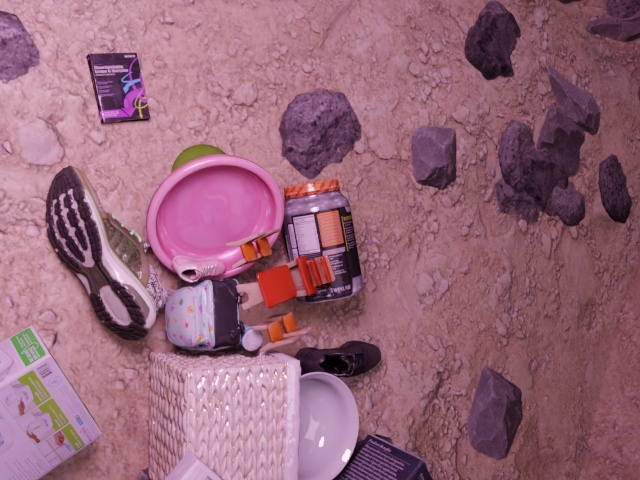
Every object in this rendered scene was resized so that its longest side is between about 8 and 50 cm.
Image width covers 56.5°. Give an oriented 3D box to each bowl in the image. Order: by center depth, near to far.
[{"bbox_3d":[-0.050,0.494,1.595,0.297,0.134,0.298,2,87,-35],"label":"bowl"}]

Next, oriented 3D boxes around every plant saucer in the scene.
[{"bbox_3d":[-0.255,-0.061,1.443,0.332,0.084,0.332,-12,124,-19],"label":"plant saucer"}]

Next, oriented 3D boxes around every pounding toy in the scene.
[{"bbox_3d":[-0.268,-0.132,1.497,0.183,0.110,0.237,-9,92,-34],"label":"pounding toy"}]

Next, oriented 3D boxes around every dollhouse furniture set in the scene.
[{"bbox_3d":[-0.079,0.098,1.422,0.259,0.135,0.262,-17,89,-66],"label":"dollhouse furniture set"}]

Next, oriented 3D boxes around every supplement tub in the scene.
[{"bbox_3d":[0.000,0.000,1.623,0.193,0.193,0.316,-11,94,-34],"label":"supplement tub"}]

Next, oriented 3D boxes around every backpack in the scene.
[{"bbox_3d":[-0.280,0.178,1.387,0.144,0.188,0.166,-1,79,-36],"label":"backpack"}]

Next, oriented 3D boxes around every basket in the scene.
[{"bbox_3d":[-0.230,0.421,1.368,0.266,0.328,0.331,1,88,-30],"label":"basket"}]

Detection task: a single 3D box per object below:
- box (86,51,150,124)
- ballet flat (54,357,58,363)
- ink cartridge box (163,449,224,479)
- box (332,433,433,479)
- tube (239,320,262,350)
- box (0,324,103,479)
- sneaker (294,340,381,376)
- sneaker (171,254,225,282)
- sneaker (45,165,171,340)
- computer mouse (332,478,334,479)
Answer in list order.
[{"bbox_3d":[-0.479,-0.363,1.415,0.116,0.029,0.162,-15,94,-34],"label":"box"},{"bbox_3d":[-0.645,0.307,1.240,0.206,0.067,0.073,-27,102,-33],"label":"ballet flat"},{"bbox_3d":[-0.220,0.510,1.153,0.104,0.061,0.181,-47,109,-20],"label":"ink cartridge box"},{"bbox_3d":[0.142,0.800,1.636,0.395,0.212,0.294,-43,122,-28],"label":"box"},{"bbox_3d":[-0.210,0.214,1.460,0.080,0.207,0.052,22,87,-33],"label":"tube"},{"bbox_3d":[-0.598,0.345,1.166,0.231,0.126,0.262,-33,132,-24],"label":"box"},{"bbox_3d":[0.072,0.348,1.693,0.286,0.130,0.109,-3,87,-36],"label":"sneaker"},{"bbox_3d":[-0.283,0.074,1.417,0.134,0.070,0.051,9,113,-32],"label":"sneaker"},{"bbox_3d":[-0.473,0.018,1.364,0.410,0.158,0.182,67,27,-10],"label":"sneaker"},{"bbox_3d":[0.027,0.721,1.693,0.106,0.042,0.193,46,64,-22],"label":"computer mouse"}]
